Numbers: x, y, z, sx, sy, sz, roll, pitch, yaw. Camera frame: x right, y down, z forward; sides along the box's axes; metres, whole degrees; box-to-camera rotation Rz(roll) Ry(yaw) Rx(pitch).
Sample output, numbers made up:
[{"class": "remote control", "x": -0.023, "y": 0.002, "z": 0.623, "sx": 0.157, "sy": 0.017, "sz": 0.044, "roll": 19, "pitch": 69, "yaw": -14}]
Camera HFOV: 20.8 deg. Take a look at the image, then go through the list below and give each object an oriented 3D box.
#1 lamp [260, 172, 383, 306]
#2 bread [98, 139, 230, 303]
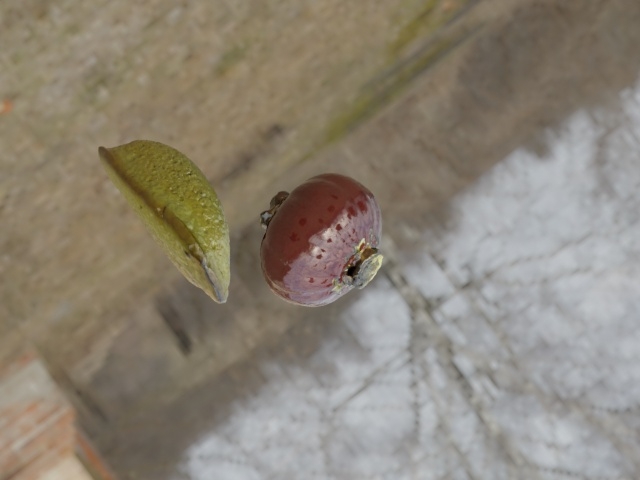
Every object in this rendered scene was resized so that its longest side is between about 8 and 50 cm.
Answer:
[{"class": "lamp", "x": 0.000, "y": 0.000, "z": 1.242, "sx": 0.101, "sy": 0.090, "sz": 0.101, "roll": -47, "pitch": 157, "yaw": -28}, {"class": "bread", "x": -0.115, "y": -0.013, "z": 1.505, "sx": 0.065, "sy": 0.188, "sz": 0.149, "roll": -36, "pitch": 138, "yaw": -12}]
